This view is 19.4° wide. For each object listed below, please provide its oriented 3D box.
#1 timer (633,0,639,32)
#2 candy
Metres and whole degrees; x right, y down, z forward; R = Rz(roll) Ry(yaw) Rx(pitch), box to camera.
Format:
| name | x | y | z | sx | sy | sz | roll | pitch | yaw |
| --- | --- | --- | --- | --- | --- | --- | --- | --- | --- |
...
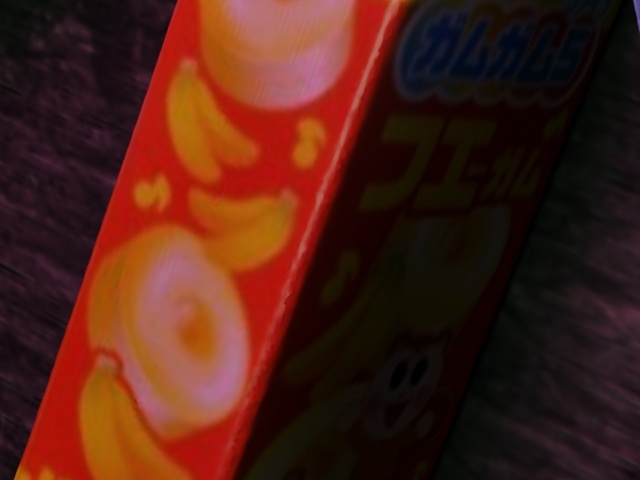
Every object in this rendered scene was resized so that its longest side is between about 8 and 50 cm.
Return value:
| name | x | y | z | sx | sy | sz | roll | pitch | yaw |
| --- | --- | --- | --- | --- | --- | --- | --- | --- | --- |
| timer | 0.197 | -0.083 | 0.517 | 0.232 | 0.091 | 0.250 | -8 | 90 | 35 |
| candy | 0.000 | 0.000 | 0.628 | 0.088 | 0.146 | 0.276 | 29 | 107 | 31 |
